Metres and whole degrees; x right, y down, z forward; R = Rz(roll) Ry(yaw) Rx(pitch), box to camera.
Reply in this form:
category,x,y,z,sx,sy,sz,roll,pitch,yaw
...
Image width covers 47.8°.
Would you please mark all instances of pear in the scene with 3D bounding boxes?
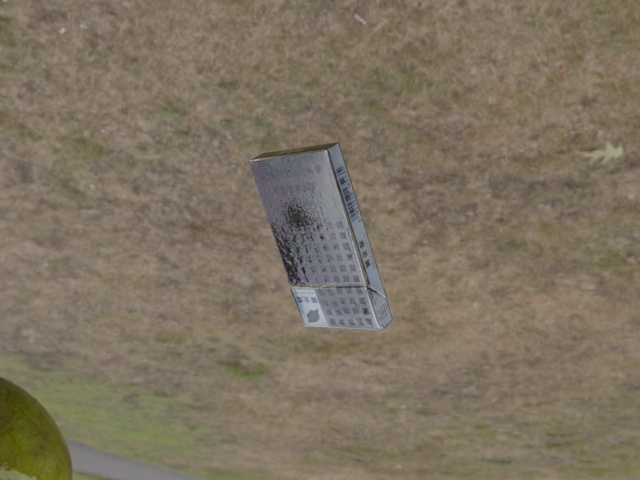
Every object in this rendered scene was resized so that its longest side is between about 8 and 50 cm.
category,x,y,z,sx,sy,sz,roll,pitch,yaw
pear,-0.713,0.491,1.518,0.352,0.413,0.352,-19,-172,3

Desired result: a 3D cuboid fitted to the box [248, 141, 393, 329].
category,x,y,z,sx,sy,sz,roll,pitch,yaw
box,0.001,0.000,1.231,0.180,0.047,0.325,-2,113,40
